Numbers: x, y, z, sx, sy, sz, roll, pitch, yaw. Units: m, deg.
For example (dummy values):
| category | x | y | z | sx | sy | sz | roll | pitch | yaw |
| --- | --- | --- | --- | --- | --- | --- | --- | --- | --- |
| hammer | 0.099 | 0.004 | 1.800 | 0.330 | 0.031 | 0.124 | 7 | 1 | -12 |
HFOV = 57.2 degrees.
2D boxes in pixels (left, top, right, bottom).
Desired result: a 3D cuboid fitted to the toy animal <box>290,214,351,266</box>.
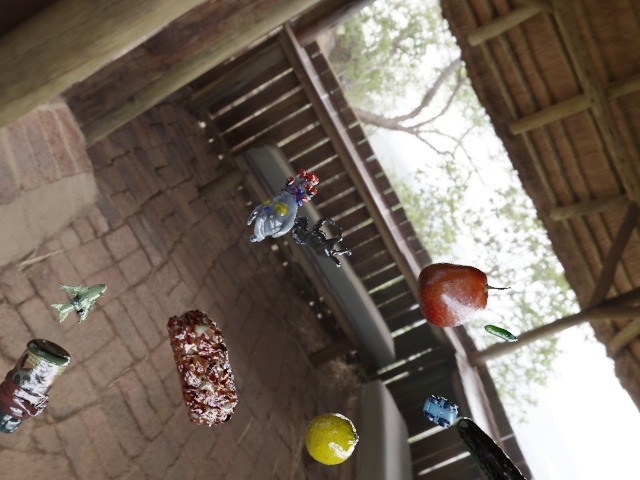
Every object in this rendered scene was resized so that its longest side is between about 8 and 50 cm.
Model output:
| category | x | y | z | sx | sy | sz | roll | pitch | yaw |
| --- | --- | --- | --- | --- | --- | --- | --- | --- | --- |
| toy animal | 0.000 | 0.000 | 1.898 | 0.233 | 0.148 | 0.085 | 45 | -34 | 20 |

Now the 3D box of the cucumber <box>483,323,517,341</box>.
| category | x | y | z | sx | sy | sz | roll | pitch | yaw |
| --- | --- | --- | --- | --- | --- | --- | --- | --- | --- |
| cucumber | 0.620 | 0.317 | 1.995 | 0.155 | 0.037 | 0.037 | 23 | 29 | -23 |

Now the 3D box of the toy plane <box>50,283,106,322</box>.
| category | x | y | z | sx | sy | sz | roll | pitch | yaw |
| --- | --- | --- | --- | --- | --- | --- | --- | --- | --- |
| toy plane | -0.484 | 0.121 | 1.187 | 0.040 | 0.111 | 0.102 | 42 | -29 | 40 |

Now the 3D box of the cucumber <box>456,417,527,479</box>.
| category | x | y | z | sx | sy | sz | roll | pitch | yaw |
| --- | --- | --- | --- | --- | --- | --- | --- | --- | --- |
| cucumber | 0.415 | 0.531 | 1.424 | 0.241 | 0.074 | 0.074 | 51 | 3 | 34 |

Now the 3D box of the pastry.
| category | x | y | z | sx | sy | sz | roll | pitch | yaw |
| --- | --- | --- | --- | --- | --- | --- | --- | --- | --- |
| pastry | -0.206 | 0.218 | 1.021 | 0.115 | 0.097 | 0.209 | 19 | -58 | 58 |

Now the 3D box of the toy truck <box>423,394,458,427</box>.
| category | x | y | z | sx | sy | sz | roll | pitch | yaw |
| --- | --- | --- | --- | --- | --- | --- | --- | --- | --- |
| toy truck | 0.272 | 0.376 | 1.302 | 0.073 | 0.056 | 0.090 | 21 | 1 | 28 |

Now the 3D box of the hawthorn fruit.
| category | x | y | z | sx | sy | sz | roll | pitch | yaw |
| --- | --- | --- | --- | --- | --- | --- | --- | --- | --- |
| hawthorn fruit | 0.322 | 0.114 | 1.319 | 0.162 | 0.203 | 0.163 | -11 | 90 | -74 |

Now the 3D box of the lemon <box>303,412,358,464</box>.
| category | x | y | z | sx | sy | sz | roll | pitch | yaw |
| --- | --- | --- | --- | --- | --- | --- | --- | --- | --- |
| lemon | 0.024 | 0.436 | 1.293 | 0.109 | 0.133 | 0.109 | 16 | 72 | -58 |

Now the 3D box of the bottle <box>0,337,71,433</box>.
| category | x | y | z | sx | sy | sz | roll | pitch | yaw |
| --- | --- | --- | --- | --- | --- | --- | --- | --- | --- |
| bottle | -0.847 | 0.432 | 1.706 | 0.156 | 0.271 | 0.143 | 26 | -7 | 43 |

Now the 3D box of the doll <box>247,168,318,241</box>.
| category | x | y | z | sx | sy | sz | roll | pitch | yaw |
| --- | --- | --- | --- | --- | --- | --- | --- | --- | --- |
| doll | -0.080 | -0.069 | 1.223 | 0.104 | 0.195 | 0.062 | 35 | -18 | 19 |
